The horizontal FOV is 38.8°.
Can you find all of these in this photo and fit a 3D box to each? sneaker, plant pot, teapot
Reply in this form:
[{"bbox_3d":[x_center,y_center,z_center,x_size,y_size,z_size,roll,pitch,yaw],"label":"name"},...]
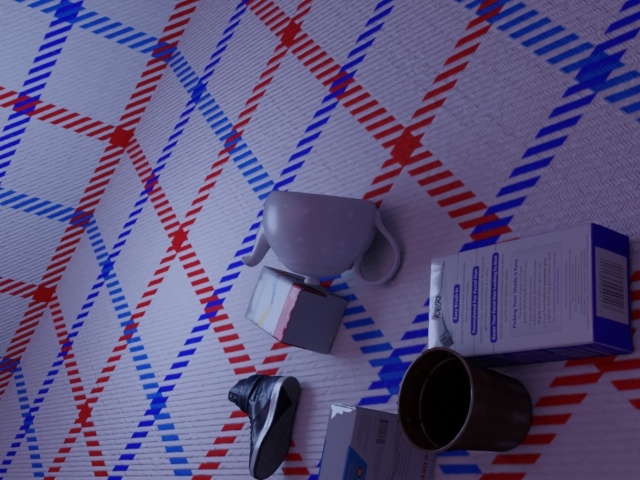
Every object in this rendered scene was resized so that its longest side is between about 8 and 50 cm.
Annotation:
[{"bbox_3d":[-0.140,0.398,1.979,0.163,0.086,0.226,1,66,43],"label":"sneaker"},{"bbox_3d":[0.240,0.266,1.458,0.167,0.165,0.167,-26,56,47],"label":"plant pot"},{"bbox_3d":[0.000,0.000,1.862,0.256,0.252,0.187,-172,88,-66],"label":"teapot"}]

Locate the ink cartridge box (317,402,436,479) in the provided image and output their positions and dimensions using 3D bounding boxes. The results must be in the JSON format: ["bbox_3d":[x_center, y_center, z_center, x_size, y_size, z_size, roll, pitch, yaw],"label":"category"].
[{"bbox_3d":[0.103,0.368,1.578,0.082,0.190,0.139,-3,73,55],"label":"ink cartridge box"}]

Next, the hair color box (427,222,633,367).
[{"bbox_3d":[0.327,0.100,1.463,0.339,0.110,0.185,-15,65,49],"label":"hair color box"}]

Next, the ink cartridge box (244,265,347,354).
[{"bbox_3d":[-0.056,0.146,1.948,0.176,0.128,0.127,25,96,55],"label":"ink cartridge box"}]
